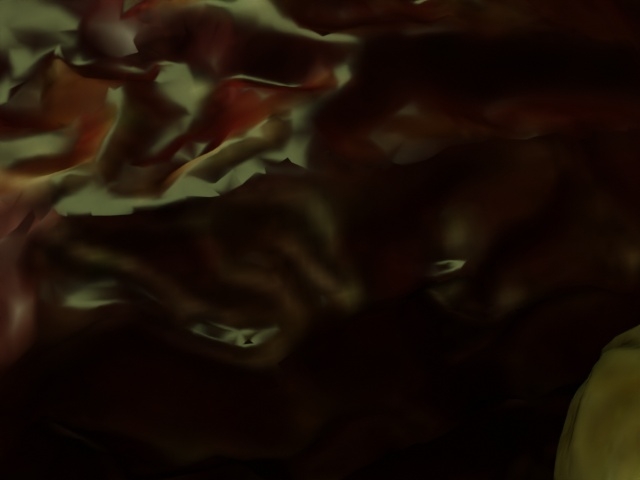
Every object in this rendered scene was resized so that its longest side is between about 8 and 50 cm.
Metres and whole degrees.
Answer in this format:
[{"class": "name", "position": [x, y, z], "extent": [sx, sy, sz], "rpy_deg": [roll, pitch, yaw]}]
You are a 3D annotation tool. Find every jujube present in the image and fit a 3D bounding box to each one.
[{"class": "jujube", "position": [-0.002, -0.001, 0.658], "extent": [0.377, 0.276, 0.276], "rpy_deg": [-2, 17, -29]}]

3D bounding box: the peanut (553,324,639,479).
[{"class": "peanut", "position": [0.188, 0.104, 0.470], "extent": [0.147, 0.147, 0.305], "rpy_deg": [-21, 24, -35]}]
